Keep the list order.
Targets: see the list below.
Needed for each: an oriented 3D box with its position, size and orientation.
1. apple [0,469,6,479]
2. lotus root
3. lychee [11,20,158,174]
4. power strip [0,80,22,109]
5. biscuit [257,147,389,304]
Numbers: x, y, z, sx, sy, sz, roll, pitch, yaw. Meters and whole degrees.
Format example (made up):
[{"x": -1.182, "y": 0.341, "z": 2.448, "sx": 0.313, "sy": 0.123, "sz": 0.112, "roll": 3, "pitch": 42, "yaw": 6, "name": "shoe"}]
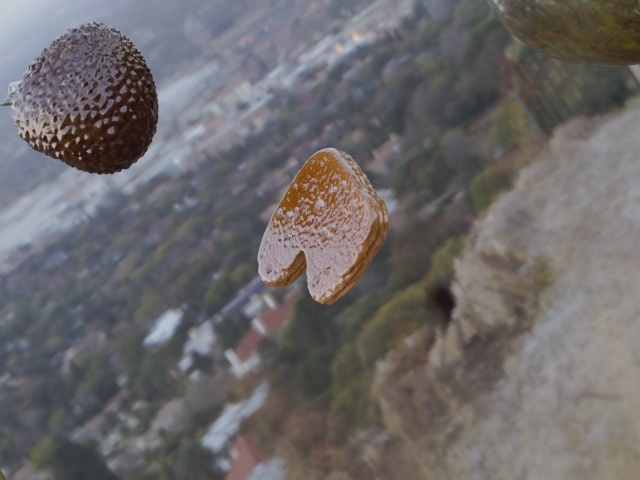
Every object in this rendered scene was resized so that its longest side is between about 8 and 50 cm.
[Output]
[{"x": -0.506, "y": 0.214, "z": 1.446, "sx": 0.233, "sy": 0.295, "sz": 0.257, "roll": -11, "pitch": -2, "yaw": -44, "name": "apple"}, {"x": 0.301, "y": -0.338, "z": 1.657, "sx": 0.142, "sy": 0.210, "sz": 0.314, "roll": -2, "pitch": 18, "yaw": -42, "name": "lotus root"}, {"x": -0.292, "y": -0.175, "z": 1.648, "sx": 0.194, "sy": 0.194, "sz": 0.194, "roll": -34, "pitch": 14, "yaw": 10, "name": "lychee"}, {"x": -0.381, "y": -0.217, "z": 1.872, "sx": 0.191, "sy": 0.048, "sz": 0.030, "roll": -15, "pitch": 32, "yaw": -21, "name": "power strip"}, {"x": 0.000, "y": 0.000, "z": 1.434, "sx": 0.186, "sy": 0.036, "sz": 0.192, "roll": -59, "pitch": 33, "yaw": 20, "name": "biscuit"}]
